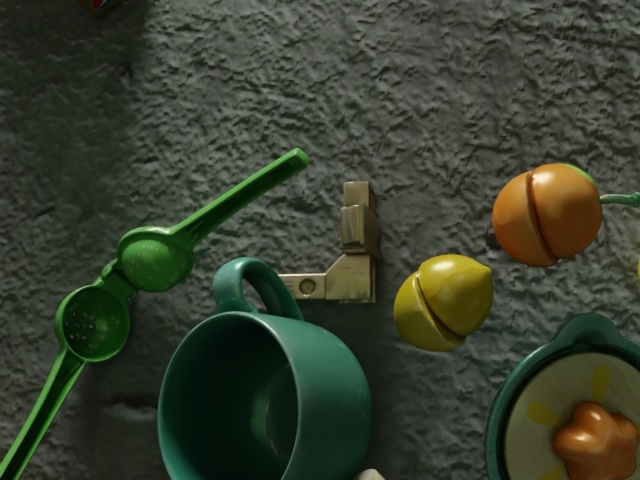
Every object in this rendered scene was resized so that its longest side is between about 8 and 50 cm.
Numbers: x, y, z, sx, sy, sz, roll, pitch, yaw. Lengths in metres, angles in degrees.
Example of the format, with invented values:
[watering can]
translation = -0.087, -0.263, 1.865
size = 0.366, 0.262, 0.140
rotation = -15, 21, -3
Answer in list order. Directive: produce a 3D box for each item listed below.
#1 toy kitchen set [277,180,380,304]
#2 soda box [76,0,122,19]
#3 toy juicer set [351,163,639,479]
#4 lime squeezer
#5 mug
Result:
[toy kitchen set]
translation = 0.000, 0.000, 0.724
size = 0.075, 0.068, 0.083
rotation = -2, 79, 11
[soda box]
translation = -0.209, -0.269, 0.819
size = 0.058, 0.061, 0.181
rotation = -34, 75, 3
[toy juicer set]
translation = 0.129, 0.107, 0.629
size = 0.209, 0.089, 0.329
rotation = 28, 87, -15
[lime squeezer]
translation = -0.136, 0.038, 0.726
size = 0.059, 0.110, 0.310
rotation = 43, 89, -11
[mug]
translation = -0.025, 0.103, 0.681
size = 0.129, 0.097, 0.158
rotation = 24, 97, 40
